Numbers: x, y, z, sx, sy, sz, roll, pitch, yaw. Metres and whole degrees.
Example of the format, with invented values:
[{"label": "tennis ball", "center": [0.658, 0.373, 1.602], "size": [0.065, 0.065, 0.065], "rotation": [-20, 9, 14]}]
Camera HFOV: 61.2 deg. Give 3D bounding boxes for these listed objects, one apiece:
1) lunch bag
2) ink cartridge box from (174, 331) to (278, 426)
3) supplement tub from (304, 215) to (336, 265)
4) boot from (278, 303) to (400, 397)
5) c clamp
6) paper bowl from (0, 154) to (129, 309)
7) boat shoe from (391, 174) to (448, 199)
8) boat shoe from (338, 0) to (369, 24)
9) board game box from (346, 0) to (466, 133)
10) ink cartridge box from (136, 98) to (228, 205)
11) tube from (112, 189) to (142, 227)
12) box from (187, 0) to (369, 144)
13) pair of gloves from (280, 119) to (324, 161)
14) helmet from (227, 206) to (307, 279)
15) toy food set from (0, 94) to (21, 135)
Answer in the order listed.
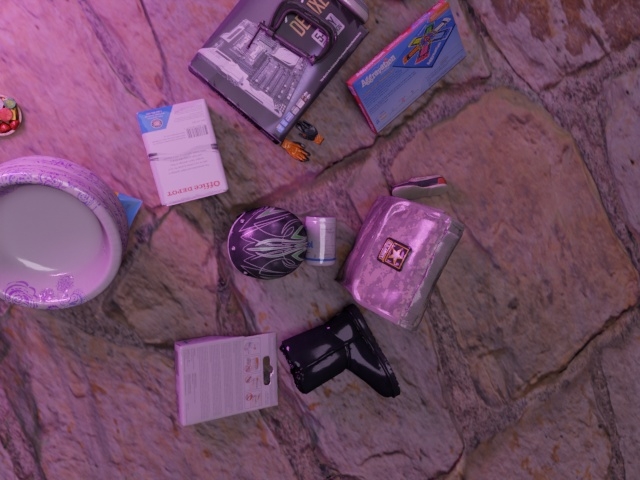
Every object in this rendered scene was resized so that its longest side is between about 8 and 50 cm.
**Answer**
[{"label": "lunch bag", "center": [0.168, 0.039, 1.135], "size": [0.169, 0.287, 0.235], "rotation": [26, 91, -14]}, {"label": "ink cartridge box", "center": [-0.209, 0.301, 1.212], "size": [0.224, 0.056, 0.181], "rotation": [-5, 98, -31]}, {"label": "supplement tub", "center": [0.000, 0.000, 1.203], "size": [0.071, 0.071, 0.107], "rotation": [-1, 96, -13]}, {"label": "boot", "center": [0.042, 0.293, 1.232], "size": [0.207, 0.094, 0.246], "rotation": [-30, 95, -12]}, {"label": "c clamp", "center": [-0.050, -0.410, 1.092], "size": [0.160, 0.022, 0.137], "rotation": [24, 86, -12]}, {"label": "paper bowl", "center": [-0.511, -0.022, 1.020], "size": [0.284, 0.148, 0.284], "rotation": [-4, 118, -8]}, {"label": "boat shoe", "center": [0.228, -0.126, 1.255], "size": [0.137, 0.049, 0.043], "rotation": [-8, 56, -9]}, {"label": "boat shoe", "center": [0.027, -0.558, 1.140], "size": [0.227, 0.079, 0.081], "rotation": [39, 91, -11]}, {"label": "board game box", "center": [0.195, -0.381, 1.194], "size": [0.281, 0.027, 0.145], "rotation": [-41, 132, -6]}, {"label": "ink cartridge box", "center": [-0.280, -0.180, 1.113], "size": [0.139, 0.082, 0.191], "rotation": [-15, 101, -10]}, {"label": "tube", "center": [-0.476, -0.091, 1.101], "size": [0.207, 0.052, 0.080], "rotation": [27, 103, -19]}, {"label": "box", "center": [-0.086, -0.397, 1.134], "size": [0.242, 0.076, 0.307], "rotation": [40, 87, -14]}, {"label": "pair of gloves", "center": [-0.039, -0.220, 1.199], "size": [0.074, 0.010, 0.083], "rotation": [36, 87, -14]}, {"label": "helmet", "center": [-0.110, 0.005, 1.131], "size": [0.169, 0.161, 0.169], "rotation": [-1, 97, -12]}, {"label": "toy food set", "center": [-0.631, -0.246, 1.058], "size": [0.083, 0.020, 0.083], "rotation": [-3, 97, -12]}]
